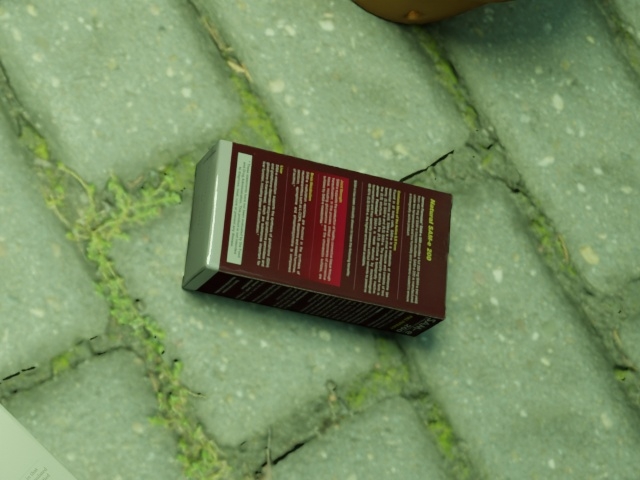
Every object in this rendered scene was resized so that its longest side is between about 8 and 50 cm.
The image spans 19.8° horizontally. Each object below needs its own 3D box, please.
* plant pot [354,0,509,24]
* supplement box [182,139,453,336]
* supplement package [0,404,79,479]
[{"bbox_3d":[0.117,-0.344,1.813,0.291,0.203,0.291,9,68,-22],"label":"plant pot"},{"bbox_3d":[0.000,0.000,1.711,0.239,0.073,0.130,13,68,-19],"label":"supplement box"},{"bbox_3d":[-0.325,0.222,1.412,0.262,0.198,0.199,45,61,-4],"label":"supplement package"}]
